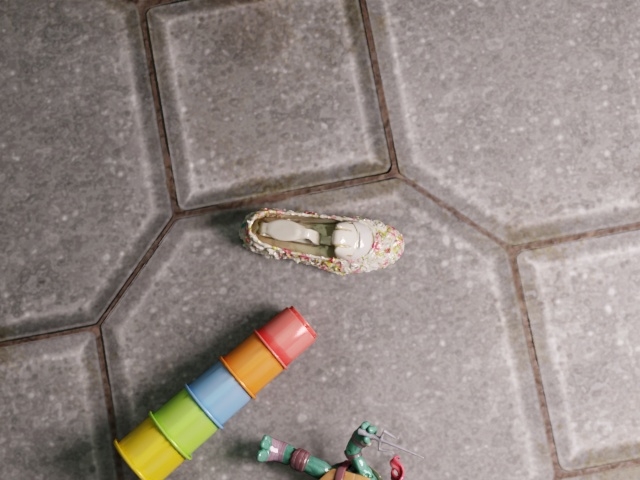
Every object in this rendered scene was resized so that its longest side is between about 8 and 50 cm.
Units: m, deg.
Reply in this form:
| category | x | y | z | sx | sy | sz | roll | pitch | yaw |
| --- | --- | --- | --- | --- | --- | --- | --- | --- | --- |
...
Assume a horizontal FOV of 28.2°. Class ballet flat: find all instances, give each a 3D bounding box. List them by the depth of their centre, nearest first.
| category | x | y | z | sx | sy | sz | roll | pitch | yaw |
| --- | --- | --- | --- | --- | --- | --- | --- | --- | --- |
| ballet flat | 0.000 | 0.000 | 1.830 | 0.241 | 0.077 | 0.091 | 4 | 81 | 3 |

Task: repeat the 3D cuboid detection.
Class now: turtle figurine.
| category | x | y | z | sx | sy | sz | roll | pitch | yaw |
| --- | --- | --- | --- | --- | --- | --- | --- | --- | --- |
| turtle figurine | 0.026 | 0.342 | 1.758 | 0.234 | 0.118 | 0.175 | 5 | 67 | 19 |

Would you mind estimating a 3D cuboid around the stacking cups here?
| category | x | y | z | sx | sy | sz | roll | pitch | yaw |
| --- | --- | --- | --- | --- | --- | --- | --- | --- | --- |
| stacking cups | -0.145 | 0.211 | 1.796 | 0.316 | 0.096 | 0.096 | -42 | 82 | -4 |
